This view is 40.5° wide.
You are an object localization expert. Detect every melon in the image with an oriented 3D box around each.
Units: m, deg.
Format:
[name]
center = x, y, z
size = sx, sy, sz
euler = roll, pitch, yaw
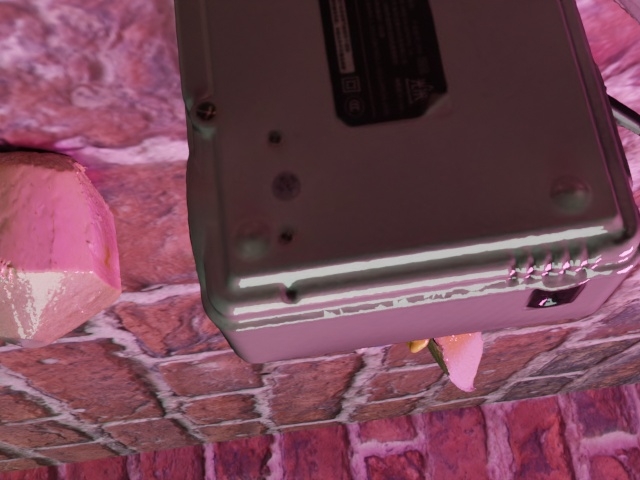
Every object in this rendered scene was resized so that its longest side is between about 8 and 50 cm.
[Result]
[melon]
center = 0.185, 0.121, 1.292
size = 0.093, 0.202, 0.139
euler = -24, -161, -13

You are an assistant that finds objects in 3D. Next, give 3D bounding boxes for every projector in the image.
[projector]
center = 0.026, -0.083, 0.419
size = 0.192, 0.256, 0.099
euler = -9, 160, 2

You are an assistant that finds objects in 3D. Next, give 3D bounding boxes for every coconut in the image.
[coconut]
center = -0.245, 0.014, 0.729
size = 0.147, 0.152, 0.147
euler = -7, 158, -3

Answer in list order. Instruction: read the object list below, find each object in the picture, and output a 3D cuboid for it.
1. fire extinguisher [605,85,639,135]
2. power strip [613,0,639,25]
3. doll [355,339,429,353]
[fire extinguisher]
center = 0.113, -0.064, 0.738
size = 0.311, 0.095, 0.114
euler = -22, 123, 30
[power strip]
center = 0.325, -0.173, 0.582
size = 0.213, 0.064, 0.198
euler = -23, 154, 38
[doll]
center = 0.018, 0.063, 1.014
size = 0.241, 0.135, 0.099
euler = 13, 165, -13
